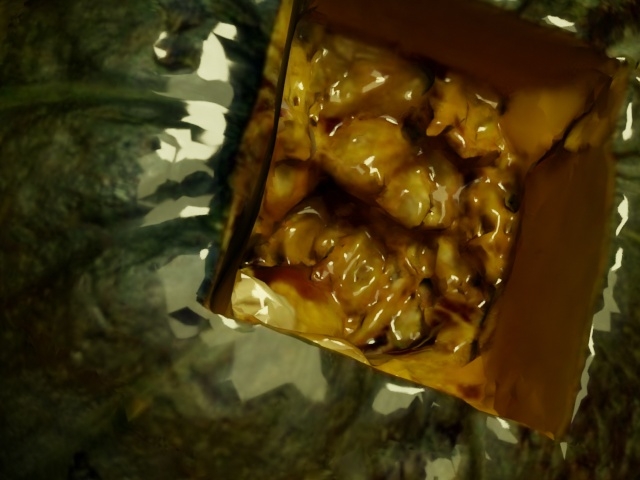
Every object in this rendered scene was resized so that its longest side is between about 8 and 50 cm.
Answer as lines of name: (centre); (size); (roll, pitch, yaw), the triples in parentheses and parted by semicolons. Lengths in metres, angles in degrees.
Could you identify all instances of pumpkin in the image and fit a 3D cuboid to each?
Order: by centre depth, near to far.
pumpkin: (0.000, 0.000, 0.548); (0.321, 0.192, 0.320); (4, 78, -20)
